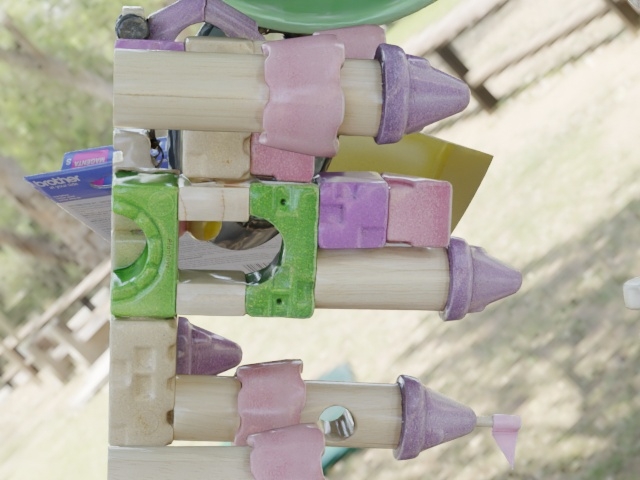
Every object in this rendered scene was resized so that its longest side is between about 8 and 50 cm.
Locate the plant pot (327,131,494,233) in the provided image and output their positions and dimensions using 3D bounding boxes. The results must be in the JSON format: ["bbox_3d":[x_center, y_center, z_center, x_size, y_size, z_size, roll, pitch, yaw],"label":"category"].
[{"bbox_3d":[0.075,-0.060,1.946,0.212,0.212,0.187,4,-76,-69],"label":"plant pot"}]

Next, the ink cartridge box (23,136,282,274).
[{"bbox_3d":[-0.110,-0.024,1.409,0.185,0.311,0.065,-7,65,27],"label":"ink cartridge box"}]

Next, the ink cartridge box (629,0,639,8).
[{"bbox_3d":[0.226,-0.348,1.186,0.117,0.207,0.283,-37,-26,-4],"label":"ink cartridge box"}]

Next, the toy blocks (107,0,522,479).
[{"bbox_3d":[0.000,0.000,0.938,0.309,0.260,0.289,-121,33,-76],"label":"toy blocks"}]

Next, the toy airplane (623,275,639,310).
[{"bbox_3d":[0.442,0.035,1.167,0.386,0.272,0.384,-25,21,9],"label":"toy airplane"}]

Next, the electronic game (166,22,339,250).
[{"bbox_3d":[-0.049,-0.104,1.256,0.048,0.229,0.229,16,50,32],"label":"electronic game"}]

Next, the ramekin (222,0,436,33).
[{"bbox_3d":[-0.005,-0.308,1.042,0.303,0.303,0.148,-38,26,38],"label":"ramekin"}]
